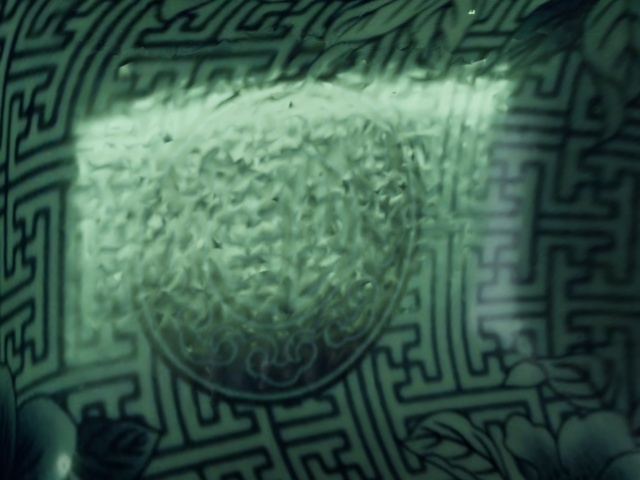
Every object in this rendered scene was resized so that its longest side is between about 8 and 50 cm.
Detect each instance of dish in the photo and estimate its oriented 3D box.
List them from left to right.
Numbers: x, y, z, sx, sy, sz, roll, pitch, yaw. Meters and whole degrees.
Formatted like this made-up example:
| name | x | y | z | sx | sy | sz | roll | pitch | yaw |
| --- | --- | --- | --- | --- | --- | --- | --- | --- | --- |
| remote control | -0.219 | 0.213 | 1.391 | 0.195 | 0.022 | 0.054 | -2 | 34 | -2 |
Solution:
| name | x | y | z | sx | sy | sz | roll | pitch | yaw |
| --- | --- | --- | --- | --- | --- | --- | --- | --- | --- |
| dish | 0.000 | 0.000 | 0.395 | 0.243 | 0.080 | 0.182 | -7 | 108 | -34 |
